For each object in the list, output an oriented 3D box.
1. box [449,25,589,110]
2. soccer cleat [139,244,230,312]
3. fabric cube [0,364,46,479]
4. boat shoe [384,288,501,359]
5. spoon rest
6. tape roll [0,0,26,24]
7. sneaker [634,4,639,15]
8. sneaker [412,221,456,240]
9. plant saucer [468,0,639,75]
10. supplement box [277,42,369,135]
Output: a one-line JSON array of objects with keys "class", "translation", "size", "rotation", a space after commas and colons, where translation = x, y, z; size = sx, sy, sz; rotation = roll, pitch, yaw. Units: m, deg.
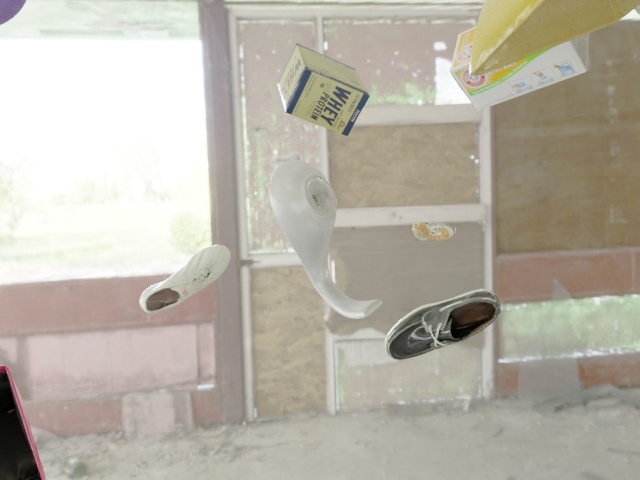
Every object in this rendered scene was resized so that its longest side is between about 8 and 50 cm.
[{"class": "box", "translation": [0.341, -0.325, 1.100], "size": [0.203, 0.114, 0.103], "rotation": [-14, -46, 40]}, {"class": "soccer cleat", "translation": [-0.252, 0.079, 1.212], "size": [0.196, 0.068, 0.076], "rotation": [-34, 19, -7]}, {"class": "fabric cube", "translation": [-0.549, 0.374, 0.945], "size": [0.259, 0.254, 0.258], "rotation": [-18, -18, -27]}, {"class": "boat shoe", "translation": [0.225, 0.161, 1.193], "size": [0.233, 0.084, 0.079], "rotation": [-26, 9, 12]}, {"class": "spoon rest", "translation": [0.000, 0.000, 1.027], "size": [0.084, 0.276, 0.137], "rotation": [-24, 3, 41]}, {"class": "tape roll", "translation": [-0.518, -0.392, 0.900], "size": [0.080, 0.189, 0.189], "rotation": [8, 10, 39]}, {"class": "sneaker", "translation": [0.597, -0.347, 0.942], "size": [0.091, 0.094, 0.258], "rotation": [-3, 23, -43]}, {"class": "sneaker", "translation": [0.197, -0.016, 1.102], "size": [0.037, 0.031, 0.083], "rotation": [-12, 18, -37]}, {"class": "plant saucer", "translation": [0.356, -0.354, 0.750], "size": [0.333, 0.081, 0.333], "rotation": [-25, -9, -26]}, {"class": "supplement box", "translation": [0.002, -0.176, 0.745], "size": [0.083, 0.056, 0.083], "rotation": [17, 31, -23]}]
